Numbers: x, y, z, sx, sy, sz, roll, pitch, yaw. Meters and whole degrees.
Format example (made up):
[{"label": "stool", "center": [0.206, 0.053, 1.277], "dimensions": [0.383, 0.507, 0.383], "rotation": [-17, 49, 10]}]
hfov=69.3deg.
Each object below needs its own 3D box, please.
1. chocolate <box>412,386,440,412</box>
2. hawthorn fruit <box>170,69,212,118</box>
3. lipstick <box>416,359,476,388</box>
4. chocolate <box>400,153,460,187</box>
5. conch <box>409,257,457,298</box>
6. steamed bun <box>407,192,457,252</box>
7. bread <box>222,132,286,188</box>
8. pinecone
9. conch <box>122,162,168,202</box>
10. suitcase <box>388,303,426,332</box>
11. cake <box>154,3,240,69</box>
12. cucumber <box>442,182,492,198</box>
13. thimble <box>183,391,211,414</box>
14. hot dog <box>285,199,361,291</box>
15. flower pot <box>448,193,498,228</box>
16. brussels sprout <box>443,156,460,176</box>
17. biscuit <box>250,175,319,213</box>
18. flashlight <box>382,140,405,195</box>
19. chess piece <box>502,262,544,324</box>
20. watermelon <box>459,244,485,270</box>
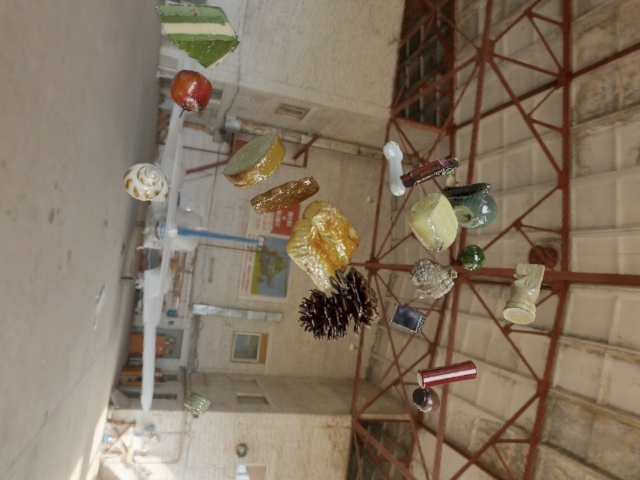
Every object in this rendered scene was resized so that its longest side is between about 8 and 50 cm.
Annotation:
[{"label": "chocolate", "center": [0.537, 0.794, 2.308], "dimensions": [0.124, 0.132, 0.127], "rotation": [-69, -153, 17]}, {"label": "hawthorn fruit", "center": [-0.506, -0.560, 1.791], "dimensions": [0.157, 0.156, 0.194], "rotation": [159, -51, -71]}, {"label": "lipstick", "center": [0.521, 0.553, 1.914], "dimensions": [0.080, 0.240, 0.080], "rotation": [171, -90, -83]}, {"label": "chocolate", "center": [0.338, -0.213, 1.440], "dimensions": [0.028, 0.182, 0.086], "rotation": [59, 8, -37]}, {"label": "conch", "center": [0.483, 0.164, 2.024], "dimensions": [0.245, 0.162, 0.179], "rotation": [-4, -91, 45]}, {"label": "steamed bun", "center": [0.507, -0.072, 2.125], "dimensions": [0.166, 0.232, 0.273], "rotation": [-14, -152, 41]}, {"label": "bread", "center": [-0.230, -0.279, 1.628], "dimensions": [0.235, 0.070, 0.236], "rotation": [-23, -143, 19]}, {"label": "pinecone", "center": [0.055, 0.223, 1.575], "dimensions": [0.246, 0.291, 0.247], "rotation": [160, -90, -74]}, {"label": "conch", "center": [-0.691, -0.233, 1.852], "dimensions": [0.275, 0.182, 0.149], "rotation": [21, -85, 65]}, {"label": "suitcase", "center": [0.338, 0.301, 1.783], "dimensions": [0.126, 0.059, 0.086], "rotation": [17, -94, 35]}, {"label": "cake", "center": [-0.461, -0.707, 1.627], "dimensions": [0.172, 0.283, 0.158], "rotation": [-33, -96, 45]}, {"label": "cucumber", "center": [0.670, -0.226, 2.121], "dimensions": [0.245, 0.067, 0.067], "rotation": [2, -96, 56]}, {"label": "thimble", "center": [-0.504, 0.661, 1.887], "dimensions": [0.062, 0.109, 0.085], "rotation": [-59, 150, -31]}, {"label": "hot dog", "center": [0.000, 0.000, 2.237], "dimensions": [0.195, 0.365, 0.368], "rotation": [15, -114, 37]}, {"label": "flower pot", "center": [0.724, -0.150, 2.225], "dimensions": [0.242, 0.157, 0.190], "rotation": [17, -50, 50]}, {"label": "brussels sprout", "center": [0.514, -0.298, 1.862], "dimensions": [0.058, 0.085, 0.085], "rotation": [-141, -119, -69]}, {"label": "biscuit", "center": [-0.131, -0.167, 1.793], "dimensions": [0.257, 0.272, 0.049], "rotation": [85, -18, -82]}, {"label": "flashlight", "center": [0.255, -0.246, 1.597], "dimensions": [0.047, 0.093, 0.201], "rotation": [-20, -117, 37]}, {"label": "chess piece", "center": [0.621, 0.151, 1.406], "dimensions": [0.201, 0.090, 0.090], "rotation": [-59, -177, -32]}, {"label": "watermelon", "center": [0.615, 0.070, 1.850], "dimensions": [0.062, 0.105, 0.106], "rotation": [-178, -84, -83]}]
